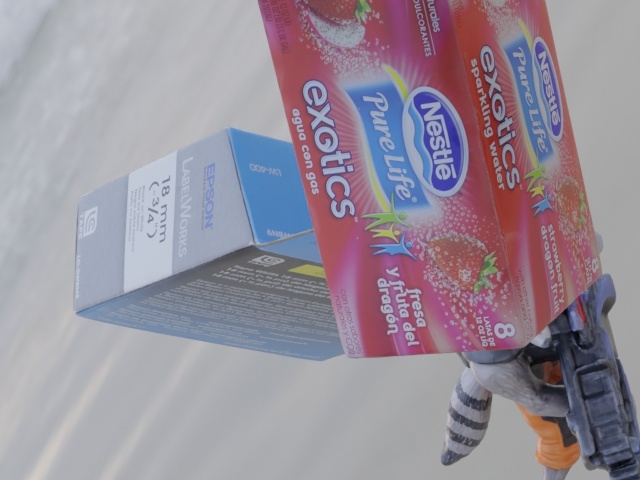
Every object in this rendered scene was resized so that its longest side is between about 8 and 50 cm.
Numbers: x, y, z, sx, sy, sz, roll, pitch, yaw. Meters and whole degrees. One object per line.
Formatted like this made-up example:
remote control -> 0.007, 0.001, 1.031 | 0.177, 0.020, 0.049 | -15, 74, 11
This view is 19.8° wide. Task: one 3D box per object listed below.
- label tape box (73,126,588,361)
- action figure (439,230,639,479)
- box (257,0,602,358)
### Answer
label tape box -> 0.000, 0.000, 1.360 | 0.334, 0.240, 0.106 | -19, 64, 53
action figure -> 0.170, 0.123, 1.529 | 0.330, 0.178, 0.341 | 71, -172, -55
box -> 0.064, -0.073, 1.059 | 0.122, 0.257, 0.128 | -6, 15, 31
